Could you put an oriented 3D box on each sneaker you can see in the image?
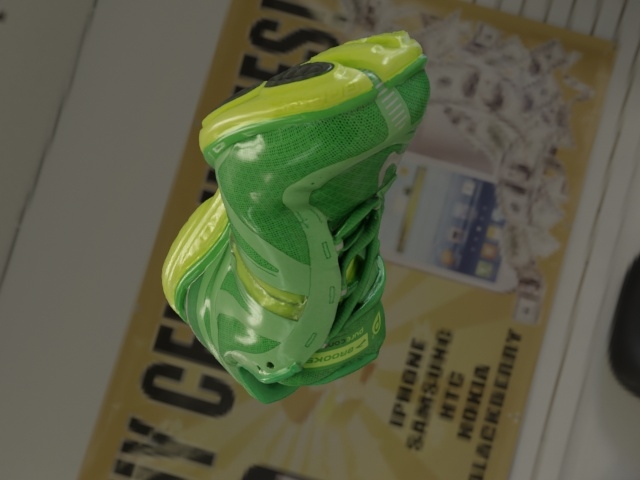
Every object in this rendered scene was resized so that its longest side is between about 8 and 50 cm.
[{"bbox_3d":[0.000,0.000,0.568,0.109,0.123,0.295,-28,-14,-23],"label":"sneaker"}]
